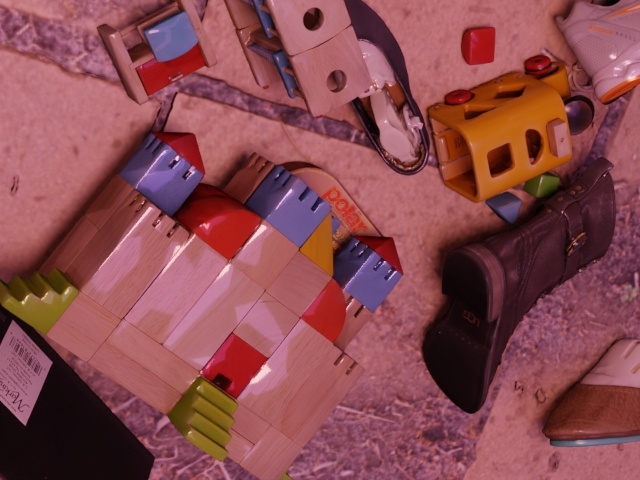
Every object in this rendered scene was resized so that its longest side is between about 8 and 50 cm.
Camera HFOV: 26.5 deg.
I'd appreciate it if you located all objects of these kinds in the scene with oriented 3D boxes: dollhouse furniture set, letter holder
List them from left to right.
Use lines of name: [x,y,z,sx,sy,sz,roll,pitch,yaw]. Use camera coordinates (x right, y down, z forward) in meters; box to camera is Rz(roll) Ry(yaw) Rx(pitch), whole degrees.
letter holder: [-0.333,0.185,1.221,0.214,0.152,0.302,-19,125,26]
dollhouse furniture set: [-0.076,-0.163,1.217,0.183,0.129,0.129,-30,120,-14]

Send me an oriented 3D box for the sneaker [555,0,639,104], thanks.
sneaker: [0.357,-0.256,1.420,0.262,0.099,0.121,-35,88,-28]

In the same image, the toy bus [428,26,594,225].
toy bus: [0.214,-0.116,1.395,0.191,0.104,0.202,22,99,-32]

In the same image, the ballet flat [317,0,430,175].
ballet flat: [0.056,-0.144,1.319,0.074,0.074,0.203,-35,122,-10]

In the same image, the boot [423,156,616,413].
boot: [0.231,0.053,1.473,0.229,0.091,0.263,-28,143,-31]

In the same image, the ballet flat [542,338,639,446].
ballet flat: [0.404,0.178,1.614,0.342,0.116,0.124,2,88,-27]

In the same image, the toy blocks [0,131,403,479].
toy blocks: [-0.079,0.041,1.257,0.381,0.191,0.261,39,88,-32]

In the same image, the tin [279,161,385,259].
tin: [0.000,0.000,1.376,0.106,0.040,0.190,-40,122,-2]
